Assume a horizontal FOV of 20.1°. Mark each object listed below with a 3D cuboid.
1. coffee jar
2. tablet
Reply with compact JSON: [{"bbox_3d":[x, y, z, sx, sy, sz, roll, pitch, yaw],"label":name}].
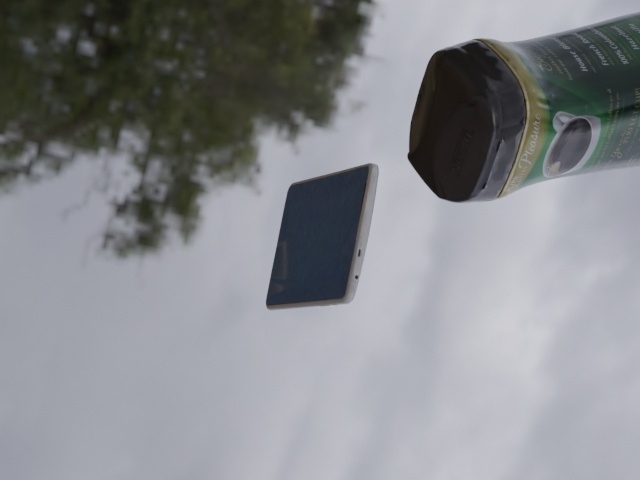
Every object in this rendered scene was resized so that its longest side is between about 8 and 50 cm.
[{"bbox_3d":[0.144,-0.082,1.101,0.079,0.184,0.096,53,-38,36],"label":"coffee jar"},{"bbox_3d":[0.000,0.000,0.702,0.083,0.006,0.054,170,-67,-67],"label":"tablet"}]
